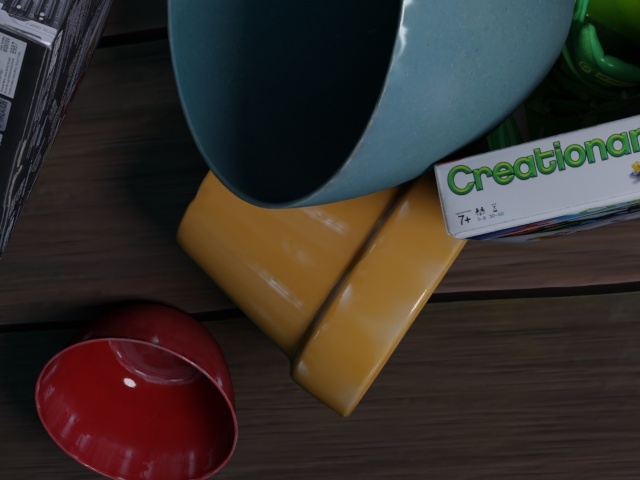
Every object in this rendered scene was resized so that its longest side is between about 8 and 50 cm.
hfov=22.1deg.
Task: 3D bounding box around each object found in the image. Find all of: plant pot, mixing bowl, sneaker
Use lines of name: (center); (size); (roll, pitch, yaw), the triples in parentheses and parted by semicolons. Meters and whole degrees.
plant pot: (0.000, 0.000, 1.263); (0.188, 0.205, 0.205); (34, 130, 5)
plant pot: (0.051, -0.166, 1.075); (0.195, 0.290, 0.290); (-1, 139, -32)
mixing bowl: (-0.152, 0.122, 1.447); (0.181, 0.098, 0.181); (6, 130, 7)
sneaker: (0.187, -0.137, 1.138); (0.109, 0.123, 0.295); (18, 131, -3)

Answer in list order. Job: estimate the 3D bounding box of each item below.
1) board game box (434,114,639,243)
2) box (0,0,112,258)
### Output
board game box: (0.246, -0.054, 1.050); (0.305, 0.193, 0.053); (-13, 84, 19)
box: (-0.189, -0.149, 1.082); (0.077, 0.242, 0.307); (22, 149, -6)
